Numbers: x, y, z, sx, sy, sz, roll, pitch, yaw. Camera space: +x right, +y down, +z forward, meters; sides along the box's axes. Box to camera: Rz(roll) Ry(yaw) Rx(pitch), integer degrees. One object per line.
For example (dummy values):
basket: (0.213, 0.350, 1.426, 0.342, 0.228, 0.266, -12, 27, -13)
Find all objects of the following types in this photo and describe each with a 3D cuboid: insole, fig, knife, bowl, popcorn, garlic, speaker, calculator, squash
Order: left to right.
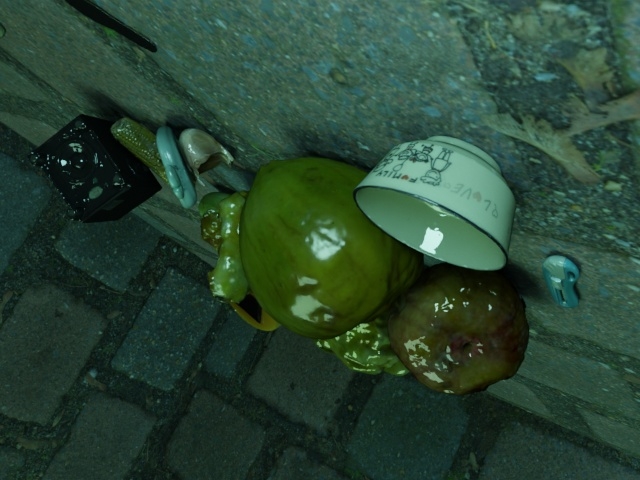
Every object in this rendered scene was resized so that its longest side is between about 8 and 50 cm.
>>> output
speaker: (-0.582, -0.188, 1.611, 0.232, 0.184, 0.254, 55, -173, 0)
insole: (-0.370, -0.383, 1.073, 0.188, 0.004, 0.064, 30, 168, -6)
calculator: (-0.334, -0.173, 1.430, 0.295, 0.042, 0.184, -119, 10, -64)
garlic: (-0.275, -0.194, 1.419, 0.124, 0.099, 0.174, 47, 168, 0)
squash: (-0.189, -0.046, 1.759, 0.371, 0.118, 0.118, 21, 165, 19)
popcorn: (-0.139, 0.024, 1.554, 0.325, 0.290, 0.321, 50, -174, 6)
fig: (0.006, 0.003, 1.126, 0.343, 0.343, 0.343, 27, 167, 7)
popcorn: (0.104, 0.190, 1.577, 0.293, 0.292, 0.334, 35, 178, -26)
bowl: (0.177, -0.063, 0.882, 0.238, 0.126, 0.238, 27, 167, 7)
fig: (0.280, 0.139, 1.324, 0.286, 0.286, 0.368, 33, -157, -17)
knife: (0.436, 0.080, 1.103, 0.064, 0.031, 0.222, 16, 163, 31)

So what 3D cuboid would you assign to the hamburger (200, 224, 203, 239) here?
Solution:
hamburger: (-0.273, -0.017, 2.001, 0.155, 0.135, 0.208, 18, 166, 45)

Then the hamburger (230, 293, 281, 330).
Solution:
hamburger: (-0.169, 0.135, 1.861, 0.276, 0.179, 0.294, 34, 148, 21)

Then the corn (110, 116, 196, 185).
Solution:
corn: (-0.437, -0.227, 1.649, 0.086, 0.086, 0.288, 16, 160, 45)

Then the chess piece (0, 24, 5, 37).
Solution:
chess piece: (-0.855, -0.421, 1.392, 0.144, 0.251, 0.144, 28, 167, 7)
